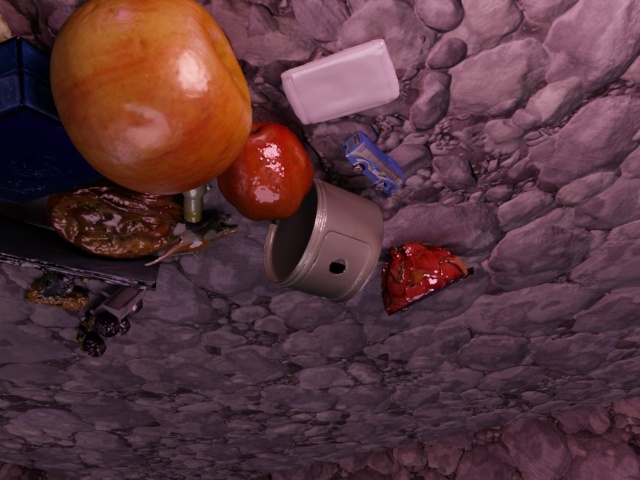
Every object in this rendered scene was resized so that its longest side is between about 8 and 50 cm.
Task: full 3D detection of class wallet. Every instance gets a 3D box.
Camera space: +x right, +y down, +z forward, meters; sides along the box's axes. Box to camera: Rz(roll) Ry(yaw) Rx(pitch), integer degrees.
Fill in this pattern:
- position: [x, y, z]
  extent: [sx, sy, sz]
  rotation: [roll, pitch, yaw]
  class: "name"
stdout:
- position: [0.034, -0.261, 0.891]
  extent: [0.183, 0.031, 0.124]
  rotation: [-13, 142, 16]
  class: "wallet"
- position: [-0.527, 0.028, 1.102]
  extent: [0.380, 0.190, 0.046]
  rotation: [16, 102, -17]
  class: "wallet"

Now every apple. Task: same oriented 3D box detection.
- position: [-0.228, -0.208, 0.754]
  extent: [0.233, 0.285, 0.286]
  rotation: [-17, 141, 6]
  class: "apple"

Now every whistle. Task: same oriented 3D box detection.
- position: [-0.240, -0.117, 1.003]
  extent: [0.104, 0.057, 0.198]
  rotation: [0, 125, -16]
  class: "whistle"

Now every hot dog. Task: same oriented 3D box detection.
- position: [-0.402, -0.052, 1.064]
  extent: [0.273, 0.122, 0.196]
  rotation: [17, 136, -22]
  class: "hot dog"

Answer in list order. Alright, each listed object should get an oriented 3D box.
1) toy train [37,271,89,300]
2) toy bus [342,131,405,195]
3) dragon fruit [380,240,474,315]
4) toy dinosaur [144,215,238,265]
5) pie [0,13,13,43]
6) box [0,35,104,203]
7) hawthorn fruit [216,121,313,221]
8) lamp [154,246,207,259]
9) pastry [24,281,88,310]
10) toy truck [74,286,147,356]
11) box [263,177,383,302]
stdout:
- position: [-0.587, 0.072, 1.252]
  extent: [0.202, 0.081, 0.060]
  rotation: [-30, 137, 21]
  class: "toy train"
- position: [0.104, -0.147, 1.032]
  extent: [0.061, 0.051, 0.153]
  rotation: [-34, 133, 27]
  class: "toy bus"
- position: [0.228, 0.071, 1.277]
  extent: [0.224, 0.148, 0.218]
  rotation: [-33, 165, 21]
  class: "dragon fruit"
- position: [-0.271, -0.002, 1.122]
  extent: [0.212, 0.057, 0.142]
  rotation: [-23, 175, -16]
  class: "toy dinosaur"
- position: [-0.566, -0.305, 0.748]
  extent: [0.275, 0.105, 0.257]
  rotation: [30, 146, -34]
  class: "pie"
- position: [-0.476, -0.164, 0.837]
  extent: [0.279, 0.116, 0.261]
  rotation: [-14, 168, 16]
  class: "box"
- position: [-0.104, -0.125, 0.951]
  extent: [0.190, 0.189, 0.189]
  rotation: [-2, 143, -2]
  class: "hawthorn fruit"
- position: [-0.357, 0.024, 1.248]
  extent: [0.199, 0.056, 0.050]
  rotation: [-5, 146, 21]
  class: "lamp"
- position: [-0.671, 0.142, 1.356]
  extent: [0.140, 0.056, 0.080]
  rotation: [21, 145, -38]
  class: "pastry"
- position: [-0.551, 0.197, 1.379]
  extent: [0.111, 0.136, 0.286]
  rotation: [41, 127, -4]
  class: "toy truck"
- position: [0.000, 0.000, 1.071]
  extent: [0.150, 0.226, 0.226]
  rotation: [19, 138, -26]
  class: "box"
